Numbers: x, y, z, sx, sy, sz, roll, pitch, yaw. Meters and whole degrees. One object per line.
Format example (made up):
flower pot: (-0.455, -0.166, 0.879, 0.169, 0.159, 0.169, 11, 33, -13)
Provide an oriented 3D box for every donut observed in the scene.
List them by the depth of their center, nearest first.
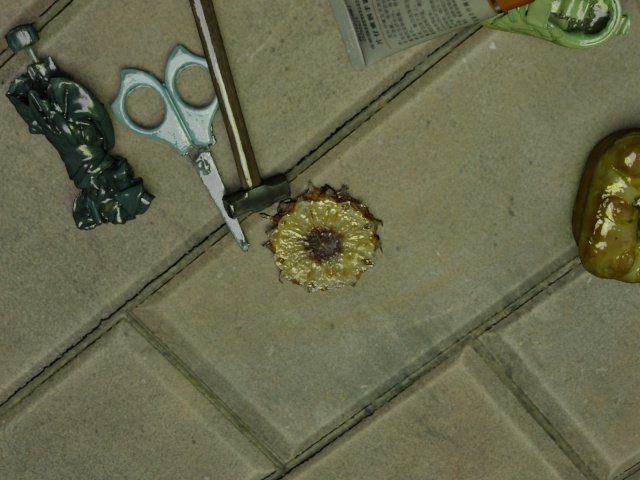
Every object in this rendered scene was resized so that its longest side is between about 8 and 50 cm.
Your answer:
donut: (0.528, -0.057, 1.407, 0.208, 0.128, 0.262, 12, 111, -7)

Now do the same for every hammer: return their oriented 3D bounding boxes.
hammer: (-0.142, -0.217, 1.357, 0.111, 0.043, 0.366, -21, 112, -18)

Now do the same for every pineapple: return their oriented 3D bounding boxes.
pineapple: (0.000, 0.000, 1.463, 0.221, 0.047, 0.221, 0, 112, 0)

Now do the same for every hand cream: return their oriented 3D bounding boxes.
hand cream: (0.160, -0.347, 1.273, 0.314, 0.089, 0.140, -7, 114, 29)

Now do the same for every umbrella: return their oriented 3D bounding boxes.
umbrella: (-0.400, -0.176, 1.362, 0.143, 0.094, 0.349, -24, 108, 3)

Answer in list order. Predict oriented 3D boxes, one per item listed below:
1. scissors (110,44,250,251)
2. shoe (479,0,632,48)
scissors: (-0.198, -0.137, 1.412, 0.191, 0.029, 0.360, -24, 109, 4)
shoe: (0.347, -0.375, 1.295, 0.262, 0.128, 0.140, 17, 96, -10)
